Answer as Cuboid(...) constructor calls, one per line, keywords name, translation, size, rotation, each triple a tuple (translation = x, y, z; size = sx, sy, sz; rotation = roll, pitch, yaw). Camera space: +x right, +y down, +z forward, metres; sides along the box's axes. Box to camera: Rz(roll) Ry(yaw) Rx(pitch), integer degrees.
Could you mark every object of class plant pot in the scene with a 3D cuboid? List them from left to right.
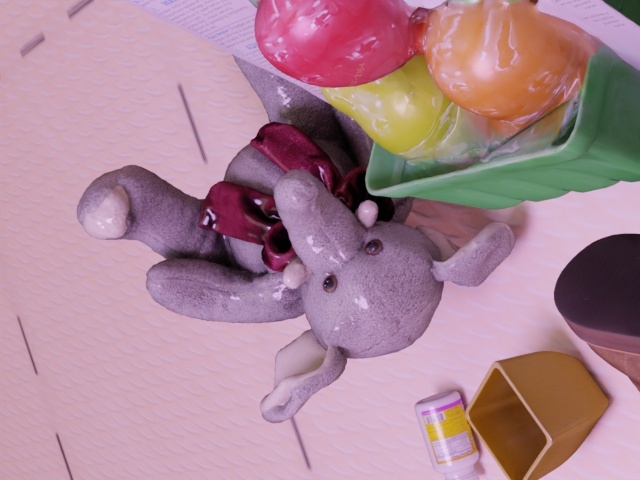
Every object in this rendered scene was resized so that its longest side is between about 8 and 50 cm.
Cuboid(name="plant pot", translation=(0.180, 0.135, 1.434), size=(0.081, 0.083, 0.081), rotation=(56, 148, 25))

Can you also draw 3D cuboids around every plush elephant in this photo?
Cuboid(name="plush elephant", translation=(0.000, 0.000, 1.491), size=(0.330, 0.272, 0.255), rotation=(50, 173, -23))

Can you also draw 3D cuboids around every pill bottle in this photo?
Cuboid(name="pill bottle", translation=(0.116, 0.179, 1.608), size=(0.043, 0.043, 0.083), rotation=(-14, 94, 61))

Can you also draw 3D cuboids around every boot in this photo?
Cuboid(name="boot", translation=(0.290, 0.083, 1.118), size=(0.305, 0.112, 0.115), rotation=(21, 154, 48))

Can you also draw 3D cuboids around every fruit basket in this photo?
Cuboid(name="fruit basket", translation=(0.064, -0.151, 1.219), size=(0.327, 0.353, 0.165), rotation=(-12, 53, 56))
